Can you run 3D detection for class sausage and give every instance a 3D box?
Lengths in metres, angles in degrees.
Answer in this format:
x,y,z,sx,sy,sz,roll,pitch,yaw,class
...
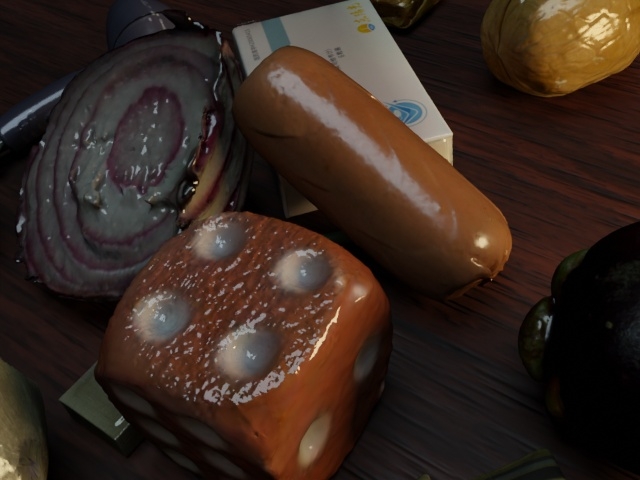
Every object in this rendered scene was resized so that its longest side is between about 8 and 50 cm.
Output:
x,y,z,sx,sy,sz,roll,pitch,yaw,class
0.050,-0.063,0.710,0.304,0.121,0.121,42,63,12,sausage

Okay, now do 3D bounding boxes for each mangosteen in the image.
x,y,z,sx,sy,sz,roll,pitch,yaw,class
0.241,0.079,0.556,0.230,0.194,0.194,3,41,49,mangosteen

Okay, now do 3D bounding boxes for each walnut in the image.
x,y,z,sx,sy,sz,roll,pitch,yaw,class
0.295,-0.258,0.876,0.197,0.165,0.165,-26,47,-4,walnut

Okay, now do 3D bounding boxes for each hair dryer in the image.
x,y,z,sx,sy,sz,roll,pitch,yaw,class
-0.303,-0.158,0.953,0.361,0.121,0.301,-30,57,-6,hair dryer

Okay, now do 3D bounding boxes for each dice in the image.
x,y,z,sx,sy,sz,roll,pitch,yaw,class
-0.053,0.097,0.587,0.174,0.175,0.179,17,51,24,dice

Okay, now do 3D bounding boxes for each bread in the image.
x,y,z,sx,sy,sz,roll,pitch,yaw,class
0.131,-0.360,1.076,0.074,0.053,0.132,19,53,31,bread

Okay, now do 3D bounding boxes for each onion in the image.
x,y,z,sx,sy,sz,roll,pitch,yaw,class
-0.195,-0.074,0.802,0.280,0.146,0.314,-2,72,33,onion

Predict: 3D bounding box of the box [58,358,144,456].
x,y,z,sx,sy,sz,roll,pitch,yaw,class
-0.179,0.140,0.667,0.079,0.035,0.083,24,54,29,box

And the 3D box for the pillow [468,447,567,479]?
x,y,z,sx,sy,sz,roll,pitch,yaw,class
0.161,0.245,0.501,0.113,0.038,0.203,-20,46,-8,pillow

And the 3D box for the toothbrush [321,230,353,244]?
x,y,z,sx,sy,sz,roll,pitch,yaw,class
0.000,0.000,0.779,0.257,0.018,0.024,-10,49,1,toothbrush

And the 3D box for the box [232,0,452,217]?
x,y,z,sx,sy,sz,roll,pitch,yaw,class
0.013,-0.184,0.919,0.200,0.065,0.343,-15,46,-4,box

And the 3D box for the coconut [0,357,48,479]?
x,y,z,sx,sy,sz,roll,pitch,yaw,class
-0.313,0.170,0.535,0.230,0.227,0.227,-3,46,15,coconut

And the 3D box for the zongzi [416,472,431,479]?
x,y,z,sx,sy,sz,roll,pitch,yaw,class
-0.008,0.243,0.511,0.189,0.081,0.178,-4,38,9,zongzi
